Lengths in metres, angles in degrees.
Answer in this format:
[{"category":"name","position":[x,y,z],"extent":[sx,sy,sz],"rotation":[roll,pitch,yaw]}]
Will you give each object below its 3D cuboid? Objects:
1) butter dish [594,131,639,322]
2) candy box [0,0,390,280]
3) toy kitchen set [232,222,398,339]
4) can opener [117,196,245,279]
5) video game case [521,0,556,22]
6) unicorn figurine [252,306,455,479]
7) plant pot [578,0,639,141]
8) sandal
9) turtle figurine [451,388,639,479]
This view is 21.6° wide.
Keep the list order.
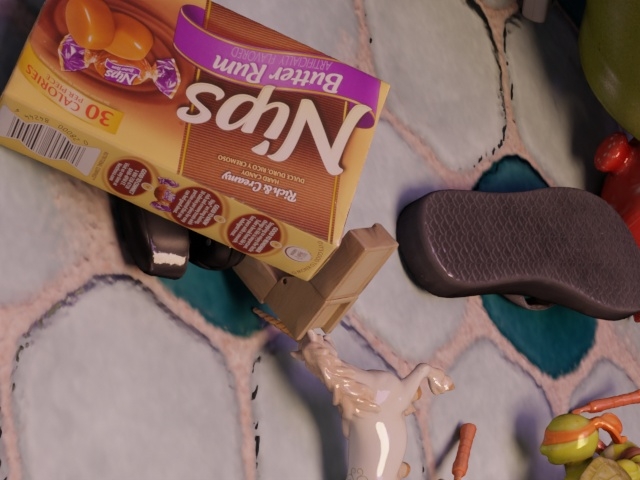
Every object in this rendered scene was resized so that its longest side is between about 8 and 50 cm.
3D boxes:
[{"category":"butter dish","position":[0.268,-0.044,1.316],"extent":[0.118,0.160,0.160],"rotation":[30,50,-14]},{"category":"candy box","position":[-0.066,-0.067,0.877],"extent":[0.186,0.053,0.109],"rotation":[24,59,-9]},{"category":"toy kitchen set","position":[0.000,0.000,0.966],"extent":[0.083,0.075,0.068],"rotation":[49,30,22]},{"category":"can opener","position":[-0.075,-0.070,0.934],"extent":[0.073,0.059,0.186],"rotation":[10,69,-49]},{"category":"video game case","position":[0.214,-0.306,1.308],"extent":[0.193,0.023,0.212],"rotation":[93,23,-53]},{"category":"unicorn figurine","position":[0.032,0.110,0.998],"extent":[0.111,0.060,0.162],"rotation":[-1,77,-53]},{"category":"plant pot","position":[0.335,-0.239,1.178],"extent":[0.366,0.353,0.366],"rotation":[5,52,-6]},{"category":"sandal","position":[0.145,0.008,1.202],"extent":[0.254,0.054,0.097],"rotation":[10,61,-40]},{"category":"turtle figurine","position":[0.201,0.205,1.154],"extent":[0.269,0.087,0.217],"rotation":[-15,88,-53]}]
